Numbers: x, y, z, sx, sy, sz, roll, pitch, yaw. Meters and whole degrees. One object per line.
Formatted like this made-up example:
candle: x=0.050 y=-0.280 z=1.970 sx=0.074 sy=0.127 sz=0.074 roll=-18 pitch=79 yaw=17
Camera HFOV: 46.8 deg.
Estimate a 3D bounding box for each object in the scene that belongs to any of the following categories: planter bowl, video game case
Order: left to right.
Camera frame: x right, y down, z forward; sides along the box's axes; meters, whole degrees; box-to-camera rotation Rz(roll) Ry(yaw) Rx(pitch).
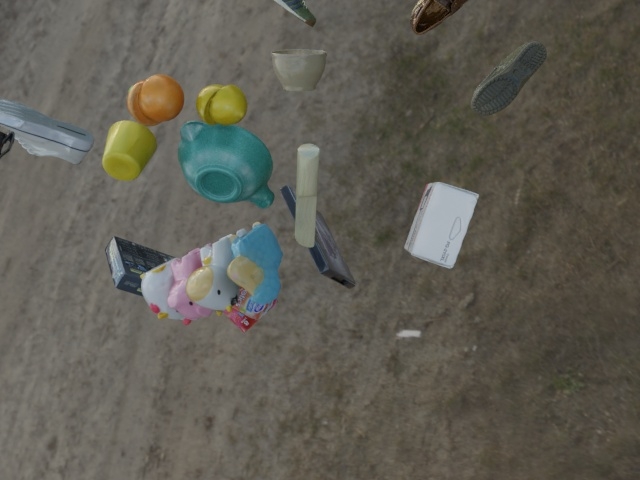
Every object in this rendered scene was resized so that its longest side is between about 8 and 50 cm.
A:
planter bowl: x=-0.062 y=-0.493 z=2.145 sx=0.162 sy=0.162 sz=0.109 roll=19 pitch=116 yaw=41
video game case: x=0.000 y=0.000 z=1.586 sx=0.026 sy=0.274 sz=0.196 roll=-29 pitch=74 yaw=9

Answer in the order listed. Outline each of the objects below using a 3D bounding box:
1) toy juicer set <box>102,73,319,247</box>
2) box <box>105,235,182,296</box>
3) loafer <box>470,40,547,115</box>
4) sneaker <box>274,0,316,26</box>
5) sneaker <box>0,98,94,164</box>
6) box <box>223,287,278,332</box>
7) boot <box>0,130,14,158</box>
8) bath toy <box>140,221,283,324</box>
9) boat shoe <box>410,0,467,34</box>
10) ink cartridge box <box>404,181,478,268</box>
toy juicer set: x=-0.118 y=-0.127 z=1.003 sx=0.209 sy=0.329 sz=0.090 roll=124 pitch=162 yaw=-45
box: x=-0.473 y=0.091 z=2.060 sx=0.059 sy=0.232 sz=0.183 roll=-55 pitch=40 yaw=16
loafer: x=0.306 y=-0.264 z=1.207 sx=0.148 sy=0.056 sz=0.050 roll=-42 pitch=13 yaw=18
sneaker: x=-0.077 y=-0.731 z=2.225 sx=0.086 sy=0.192 sz=0.064 roll=-53 pitch=23 yaw=18
sneaker: x=-0.660 y=-0.243 z=1.704 sx=0.091 sy=0.258 sz=0.094 roll=-57 pitch=28 yaw=22
box: x=-0.229 y=0.124 z=1.910 sx=0.122 sy=0.128 sz=0.257 roll=-43 pitch=24 yaw=-10
boot: x=-0.496 y=-0.043 z=0.845 sx=0.091 sy=0.262 sz=0.229 roll=-10 pitch=78 yaw=60
bath toy: x=-0.206 y=0.079 z=1.304 sx=0.348 sy=0.151 sz=0.129 roll=-19 pitch=100 yaw=48
boat shoe: x=0.220 y=-0.416 z=1.258 sx=0.178 sy=0.064 sz=0.060 roll=-40 pitch=21 yaw=42
ink cartridge box: x=0.271 y=-0.039 z=1.690 sx=0.100 sy=0.237 sz=0.172 roll=19 pitch=94 yaw=1
